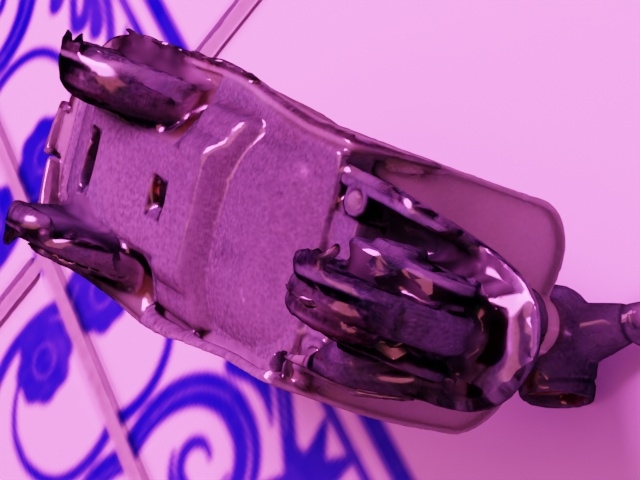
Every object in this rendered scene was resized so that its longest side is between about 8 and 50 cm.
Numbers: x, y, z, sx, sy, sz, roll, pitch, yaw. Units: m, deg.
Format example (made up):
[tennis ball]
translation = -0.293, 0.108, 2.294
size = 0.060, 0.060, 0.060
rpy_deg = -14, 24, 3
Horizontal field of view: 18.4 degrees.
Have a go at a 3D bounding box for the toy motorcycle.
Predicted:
[toy motorcycle]
translation = 0.000, 0.000, 0.650
size = 0.263, 0.157, 0.091
rpy_deg = 27, 99, 50
